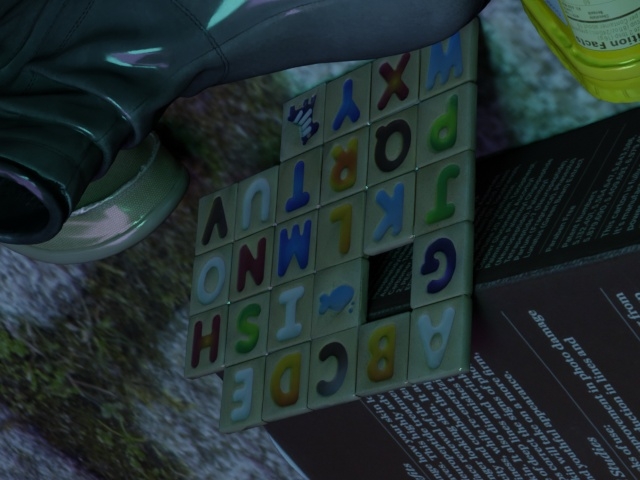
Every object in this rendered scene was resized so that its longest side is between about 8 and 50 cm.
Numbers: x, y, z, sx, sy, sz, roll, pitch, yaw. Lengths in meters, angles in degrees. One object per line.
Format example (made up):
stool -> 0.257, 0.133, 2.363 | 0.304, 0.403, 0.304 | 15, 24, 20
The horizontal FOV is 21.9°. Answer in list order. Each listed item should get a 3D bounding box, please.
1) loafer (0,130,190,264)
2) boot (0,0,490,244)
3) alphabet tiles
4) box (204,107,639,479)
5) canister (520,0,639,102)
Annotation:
loafer -> -0.209, -0.057, 1.095 | 0.268, 0.102, 0.092 | 10, 143, 31
boot -> -0.085, -0.083, 0.865 | 0.338, 0.223, 0.118 | -4, 129, 41
alphabet tiles -> 0.000, 0.000, 0.928 | 0.009, 0.198, 0.237 | 20, 153, -37
box -> 0.133, 0.058, 0.929 | 0.381, 0.143, 0.191 | -18, 119, 46
canister -> 0.106, -0.158, 0.705 | 0.073, 0.126, 0.170 | -29, 131, 3
